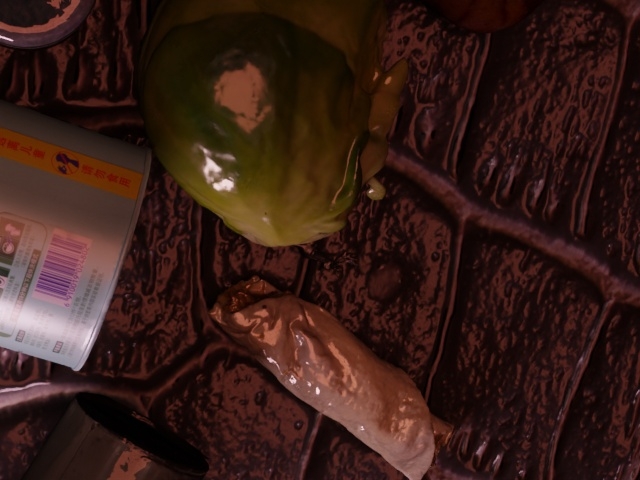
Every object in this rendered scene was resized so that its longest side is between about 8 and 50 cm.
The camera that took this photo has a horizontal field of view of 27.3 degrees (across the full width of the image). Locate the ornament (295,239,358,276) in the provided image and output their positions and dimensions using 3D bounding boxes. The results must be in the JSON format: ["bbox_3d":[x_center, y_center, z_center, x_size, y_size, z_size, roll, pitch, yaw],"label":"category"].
[{"bbox_3d":[0.000,0.000,1.765,0.125,0.028,0.073,29,91,-12],"label":"ornament"}]

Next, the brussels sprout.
[{"bbox_3d":[-0.076,-0.179,1.609,0.314,0.276,0.371,-7,97,-27],"label":"brussels sprout"}]

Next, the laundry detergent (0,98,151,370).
[{"bbox_3d":[-0.387,-0.024,1.547,0.305,0.287,0.287,19,92,-13],"label":"laundry detergent"}]

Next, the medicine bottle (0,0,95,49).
[{"bbox_3d":[-0.342,-0.300,1.532,0.165,0.273,0.165,-1,95,-11],"label":"medicine bottle"}]

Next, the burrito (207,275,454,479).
[{"bbox_3d":[0.024,0.179,1.768,0.392,0.076,0.117,40,81,-15],"label":"burrito"}]

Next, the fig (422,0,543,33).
[{"bbox_3d":[0.214,-0.384,1.682,0.235,0.214,0.235,1,89,-36],"label":"fig"}]

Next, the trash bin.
[{"bbox_3d":[-0.301,0.362,1.652,0.301,0.203,0.252,-58,143,-2],"label":"trash bin"}]
